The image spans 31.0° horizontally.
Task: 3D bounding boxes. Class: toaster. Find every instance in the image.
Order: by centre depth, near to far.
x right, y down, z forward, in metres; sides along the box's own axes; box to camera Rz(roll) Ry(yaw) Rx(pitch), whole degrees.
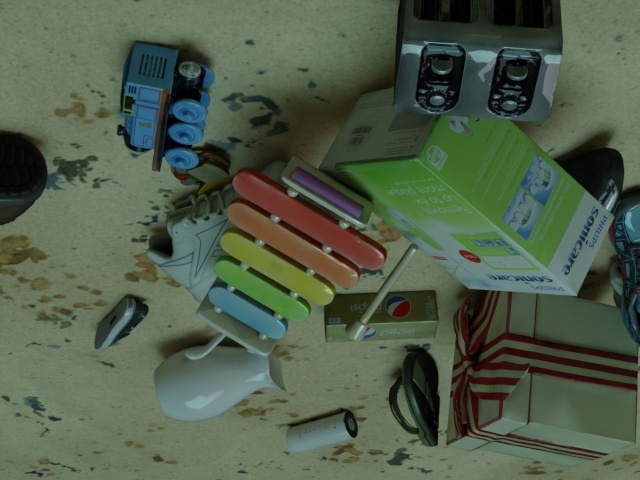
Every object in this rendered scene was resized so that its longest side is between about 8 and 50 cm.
[{"bbox_3d":[0.166,-0.224,1.216,0.168,0.185,0.110,5,145,1],"label":"toaster"}]

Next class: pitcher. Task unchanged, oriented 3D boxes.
[{"bbox_3d":[-0.177,0.213,1.941,0.207,0.125,0.177,-16,127,0],"label":"pitcher"}]

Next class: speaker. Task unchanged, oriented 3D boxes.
[{"bbox_3d":[0.002,0.377,2.263,0.136,0.055,0.055,-20,144,24],"label":"speaker"}]

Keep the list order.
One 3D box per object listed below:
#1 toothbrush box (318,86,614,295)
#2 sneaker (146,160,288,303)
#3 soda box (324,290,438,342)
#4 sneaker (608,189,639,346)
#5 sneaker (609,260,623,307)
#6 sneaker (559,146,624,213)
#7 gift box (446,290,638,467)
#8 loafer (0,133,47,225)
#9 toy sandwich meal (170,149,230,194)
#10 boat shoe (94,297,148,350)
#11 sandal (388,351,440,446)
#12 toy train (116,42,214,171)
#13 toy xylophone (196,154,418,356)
[{"bbox_3d":[0.174,-0.059,1.383,0.283,0.122,0.206,36,162,-27],"label":"toothbrush box"},{"bbox_3d":[-0.136,-0.017,1.575,0.129,0.111,0.297,30,132,-20],"label":"sneaker"},{"bbox_3d":[0.097,0.123,1.862,0.181,0.058,0.061,-2,148,-2],"label":"soda box"},{"bbox_3d":[0.483,0.053,1.661,0.104,0.125,0.261,-12,117,9],"label":"sneaker"},{"bbox_3d":[0.552,0.048,1.761,0.232,0.090,0.115,-18,142,20],"label":"sneaker"},{"bbox_3d":[0.274,-0.045,1.570,0.163,0.106,0.281,14,145,-21],"label":"sneaker"},{"bbox_3d":[0.339,0.198,1.808,0.258,0.255,0.276,12,152,-10],"label":"gift box"},{"bbox_3d":[-0.531,-0.062,1.430,0.366,0.133,0.130,7,146,-15],"label":"loafer"},{"bbox_3d":[-0.157,-0.090,1.521,0.086,0.029,0.085,-3,148,-2],"label":"toy sandwich meal"},{"bbox_3d":[-0.322,0.139,1.857,0.040,0.049,0.142,16,141,-29],"label":"boat shoe"},{"bbox_3d":[0.169,0.303,2.112,0.086,0.120,0.302,5,150,13],"label":"sandal"},{"bbox_3d":[-0.187,-0.155,1.376,0.105,0.080,0.184,11,148,-7],"label":"toy train"},{"bbox_3d":[-0.018,0.030,1.449,0.236,0.081,0.322,25,135,2],"label":"toy xylophone"}]
